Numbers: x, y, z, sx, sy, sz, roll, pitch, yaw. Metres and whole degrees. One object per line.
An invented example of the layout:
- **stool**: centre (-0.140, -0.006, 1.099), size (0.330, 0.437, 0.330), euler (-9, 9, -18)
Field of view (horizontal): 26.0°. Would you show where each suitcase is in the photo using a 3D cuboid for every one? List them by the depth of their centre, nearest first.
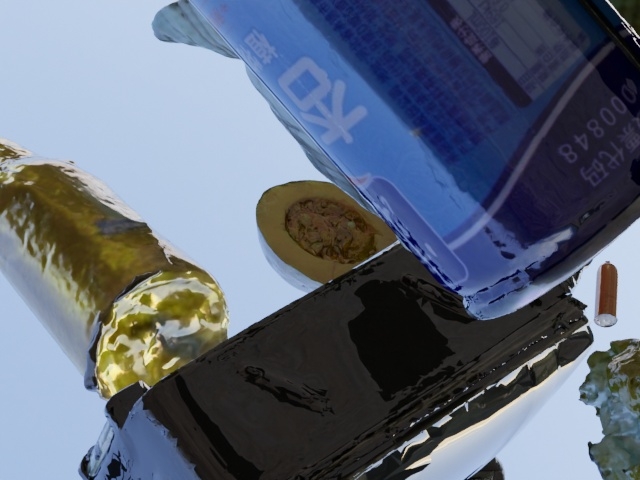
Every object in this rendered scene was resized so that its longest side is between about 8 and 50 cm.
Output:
- **suitcase**: centre (0.020, 0.142, 1.121), size (0.434, 0.283, 0.194), euler (-26, -109, -33)

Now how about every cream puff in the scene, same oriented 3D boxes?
- **cream puff**: centre (0.248, 0.131, 0.945), size (0.121, 0.156, 0.156), euler (-1, -127, -6)

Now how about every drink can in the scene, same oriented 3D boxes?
- **drink can**: centre (0.003, -0.093, 0.404), size (0.235, 0.097, 0.097), euler (47, -136, -6)

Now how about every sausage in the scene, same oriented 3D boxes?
- **sausage**: centre (0.373, 0.067, 1.804), size (0.031, 0.031, 0.107), euler (26, -136, -12)

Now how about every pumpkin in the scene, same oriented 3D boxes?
- **pumpkin**: centre (0.001, 0.014, 1.911), size (0.217, 0.110, 0.217), euler (12, -133, -14)

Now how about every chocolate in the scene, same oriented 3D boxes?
- **chocolate**: centre (-0.268, 0.001, 1.413), size (0.162, 0.162, 0.445), euler (-8, -149, -37)

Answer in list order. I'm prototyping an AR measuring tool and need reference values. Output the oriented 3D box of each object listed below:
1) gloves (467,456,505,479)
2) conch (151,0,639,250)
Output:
- **gloves**: centre (0.105, 0.254, 1.534), size (0.203, 0.124, 0.164), euler (19, -155, -12)
- **conch**: centre (0.056, -0.073, 0.680), size (0.203, 0.386, 0.170), euler (16, -108, -57)
